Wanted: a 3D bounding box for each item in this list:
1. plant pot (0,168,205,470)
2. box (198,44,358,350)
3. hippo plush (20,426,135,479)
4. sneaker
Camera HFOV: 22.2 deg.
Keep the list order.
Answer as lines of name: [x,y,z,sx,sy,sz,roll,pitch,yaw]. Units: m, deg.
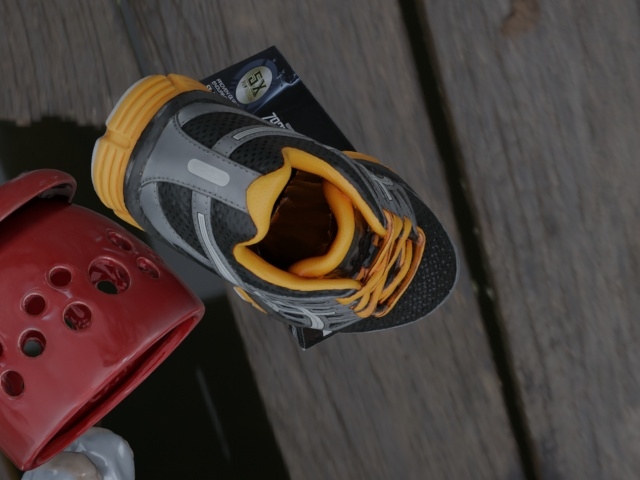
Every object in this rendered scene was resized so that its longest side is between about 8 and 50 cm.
plant pot: [-0.214,0.056,1.263,0.174,0.191,0.191,45,104,5]
box: [-0.023,-0.030,1.239,0.077,0.147,0.180,-27,146,-13]
hippo plush: [-0.161,0.312,1.435,0.236,0.294,0.234,18,116,6]
sneaker: [0.000,0.000,0.685,0.215,0.083,0.084,21,93,-50]
